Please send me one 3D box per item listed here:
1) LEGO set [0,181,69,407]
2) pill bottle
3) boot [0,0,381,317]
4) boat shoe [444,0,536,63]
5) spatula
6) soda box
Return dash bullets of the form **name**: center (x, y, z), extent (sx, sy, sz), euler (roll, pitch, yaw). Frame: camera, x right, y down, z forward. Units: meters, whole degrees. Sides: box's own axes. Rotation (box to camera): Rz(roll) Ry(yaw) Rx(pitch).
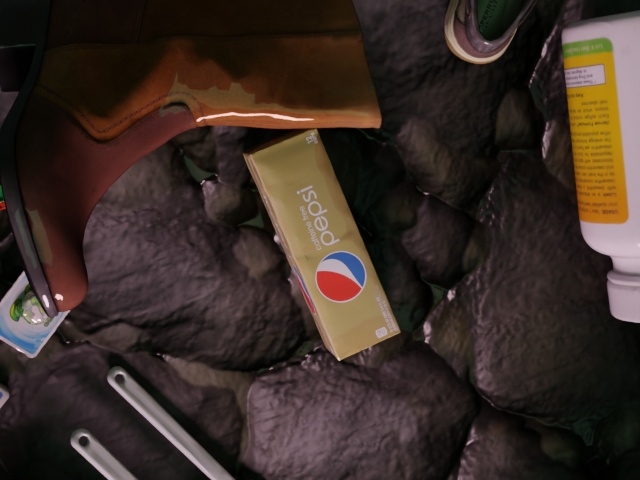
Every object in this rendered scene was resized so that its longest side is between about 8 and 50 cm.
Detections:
- **LEGO set**: center (-0.291, 0.030, 0.876), extent (0.182, 0.060, 0.244), euler (37, 89, -24)
- **pill bottle**: center (0.276, -0.063, 0.918), extent (0.136, 0.136, 0.245), euler (-9, 97, -10)
- **boot**: center (-0.095, -0.081, 0.845), extent (0.280, 0.096, 0.264), euler (-4, 65, -11)
- **boat shoe**: center (0.163, -0.252, 0.909), extent (0.080, 0.073, 0.223), euler (18, 92, -12)
- **spatula**: center (-0.118, 0.230, 0.894), extent (0.242, 0.019, 0.168), euler (45, 58, -10)
- **soda box**: center (0.000, 0.000, 0.909), extent (0.058, 0.061, 0.181), euler (-25, 100, -7)
